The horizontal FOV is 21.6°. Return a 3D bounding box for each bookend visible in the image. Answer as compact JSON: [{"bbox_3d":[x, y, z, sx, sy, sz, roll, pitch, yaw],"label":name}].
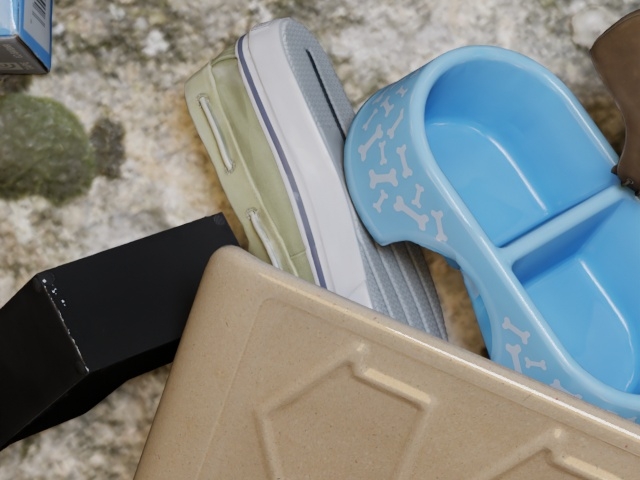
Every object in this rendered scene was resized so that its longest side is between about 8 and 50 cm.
[{"bbox_3d":[-0.144,0.063,1.123,0.157,0.156,0.072,-20,78,-41],"label":"bookend"}]

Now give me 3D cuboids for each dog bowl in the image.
[{"bbox_3d":[0.143,0.002,1.080,0.166,0.074,0.297,-28,79,-33],"label":"dog bowl"}]

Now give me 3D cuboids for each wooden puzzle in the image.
[{"bbox_3d":[0.046,0.200,1.050,0.348,0.080,0.322,25,113,11],"label":"wooden puzzle"}]

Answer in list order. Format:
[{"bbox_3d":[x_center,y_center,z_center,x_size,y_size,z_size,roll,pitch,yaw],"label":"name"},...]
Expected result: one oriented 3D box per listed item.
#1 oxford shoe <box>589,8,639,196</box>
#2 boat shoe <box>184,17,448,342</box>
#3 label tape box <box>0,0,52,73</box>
[{"bbox_3d":[0.242,-0.044,1.066,0.096,0.083,0.227,-22,102,31],"label":"oxford shoe"},{"bbox_3d":[0.000,0.000,1.130,0.094,0.109,0.302,-26,76,26],"label":"boat shoe"},{"bbox_3d":[-0.357,-0.245,1.177,0.334,0.106,0.240,1,83,5],"label":"label tape box"}]
